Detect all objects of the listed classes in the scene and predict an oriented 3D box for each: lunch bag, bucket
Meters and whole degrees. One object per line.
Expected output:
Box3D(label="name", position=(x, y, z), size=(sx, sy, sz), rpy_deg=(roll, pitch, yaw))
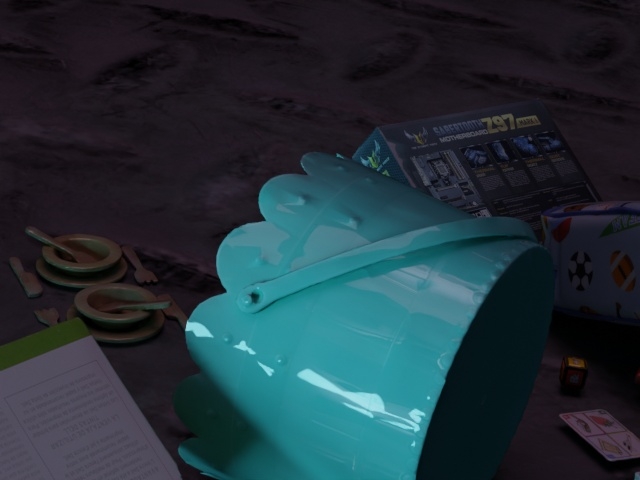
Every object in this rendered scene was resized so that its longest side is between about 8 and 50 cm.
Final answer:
Box3D(label="lunch bag", position=(0.359, 0.024, 1.468), size=(0.243, 0.115, 0.303), rpy_deg=(1, 5, -29))
Box3D(label="bucket", position=(0.042, 0.083, 1.191), size=(0.183, 0.281, 0.281), rpy_deg=(21, 28, 22))

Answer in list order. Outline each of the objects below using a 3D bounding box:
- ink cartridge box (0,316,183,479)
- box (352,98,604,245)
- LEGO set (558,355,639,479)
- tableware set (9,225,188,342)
Box3D(label="ink cartridge box", position=(-0.168, 0.197, 0.991), size=(0.189, 0.097, 0.255), rpy_deg=(-22, 74, -48))
Box3D(label="box", position=(0.169, -0.041, 1.610), size=(0.233, 0.059, 0.183), rpy_deg=(-13, 66, -39))
Box3D(label="LEGO set", position=(0.307, 0.148, 1.347), size=(0.182, 0.060, 0.244), rpy_deg=(-3, 25, -28))
Box3D(label="tableware set", position=(-0.204, 0.035, 1.492), size=(0.128, 0.039, 0.194), rpy_deg=(-6, 27, -24))
